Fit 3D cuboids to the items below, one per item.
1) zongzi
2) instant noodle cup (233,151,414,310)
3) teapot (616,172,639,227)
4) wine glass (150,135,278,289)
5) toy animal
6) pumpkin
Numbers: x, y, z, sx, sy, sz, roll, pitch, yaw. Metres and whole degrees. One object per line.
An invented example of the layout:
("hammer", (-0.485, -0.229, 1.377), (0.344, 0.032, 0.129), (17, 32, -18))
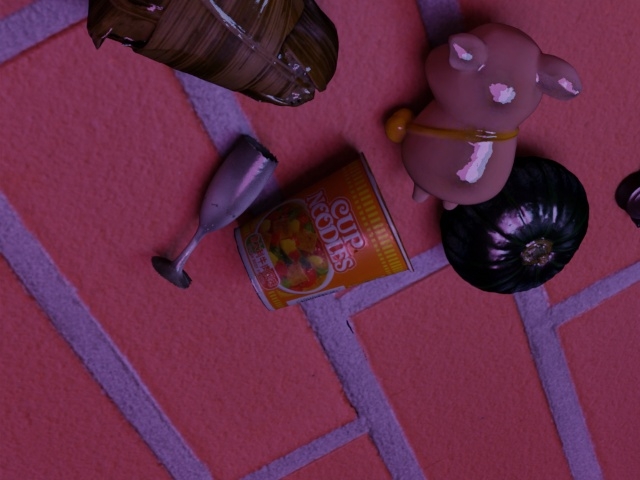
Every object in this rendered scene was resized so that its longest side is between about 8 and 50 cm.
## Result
("zongzi", (-0.052, -0.275, 1.069), (0.285, 0.134, 0.288), (16, 134, -36))
("instant noodle cup", (0.000, 0.000, 1.324), (0.185, 0.168, 0.168), (-23, 131, 5))
("teapot", (0.461, -0.064, 1.530), (0.067, 0.045, 0.100), (-8, 128, -19))
("wine glass", (-0.126, -0.035, 1.295), (0.066, 0.066, 0.198), (26, 109, -35))
("toy animal", (0.177, -0.144, 1.288), (0.165, 0.149, 0.248), (3, 132, -22))
("pumpkin", (0.259, -0.017, 1.418), (0.201, 0.140, 0.202), (-11, 131, -13))
